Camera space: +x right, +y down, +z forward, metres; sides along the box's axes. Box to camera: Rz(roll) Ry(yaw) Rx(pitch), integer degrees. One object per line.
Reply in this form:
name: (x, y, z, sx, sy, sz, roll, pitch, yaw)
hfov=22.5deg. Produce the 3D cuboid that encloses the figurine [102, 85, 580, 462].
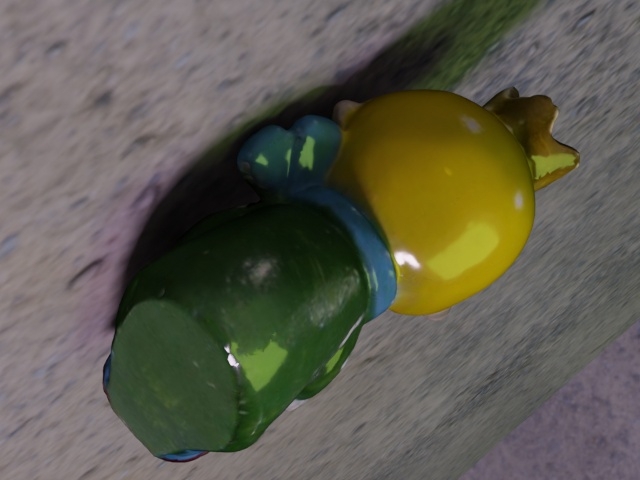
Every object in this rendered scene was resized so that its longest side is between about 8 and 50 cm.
figurine: (0.009, 0.012, 0.800, 0.234, 0.127, 0.185, -42, 171, -33)
